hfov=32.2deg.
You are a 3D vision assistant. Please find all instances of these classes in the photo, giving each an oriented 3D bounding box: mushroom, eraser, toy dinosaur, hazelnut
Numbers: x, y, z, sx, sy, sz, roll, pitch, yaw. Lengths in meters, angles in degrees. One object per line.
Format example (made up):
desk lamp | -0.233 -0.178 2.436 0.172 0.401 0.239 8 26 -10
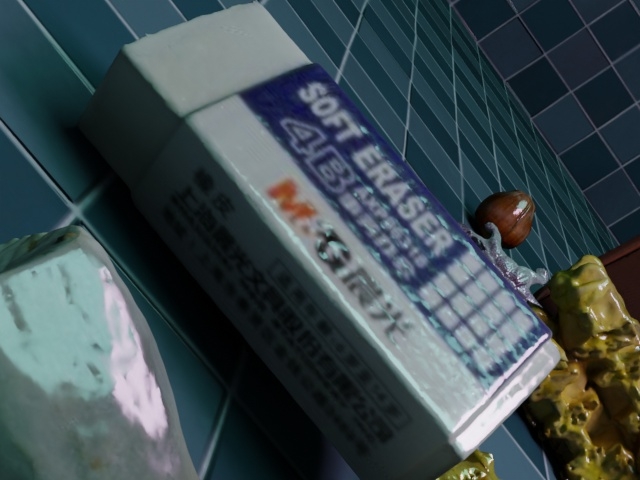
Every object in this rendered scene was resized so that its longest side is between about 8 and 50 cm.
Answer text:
mushroom | -0.064 0.096 0.398 0.223 0.081 0.092 53 37 -19
eraser | 0.000 0.000 0.626 0.279 0.081 0.124 50 43 7
toy dinosaur | 0.231 0.051 1.299 0.209 0.039 0.082 42 33 11
hazelnut | 0.242 -0.029 1.438 0.086 0.086 0.086 49 19 -23

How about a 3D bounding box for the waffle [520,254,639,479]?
waffle | 0.292 0.185 1.078 0.324 0.151 0.261 66 14 17

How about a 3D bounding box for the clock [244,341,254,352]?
clock | -0.002 0.059 0.692 0.135 0.041 0.101 34 28 -48

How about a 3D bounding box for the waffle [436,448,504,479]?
waffle | 0.133 0.268 0.636 0.324 0.068 0.302 57 17 -2

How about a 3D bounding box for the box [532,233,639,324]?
box | 0.462 0.131 1.318 0.239 0.339 0.229 39 27 -44
